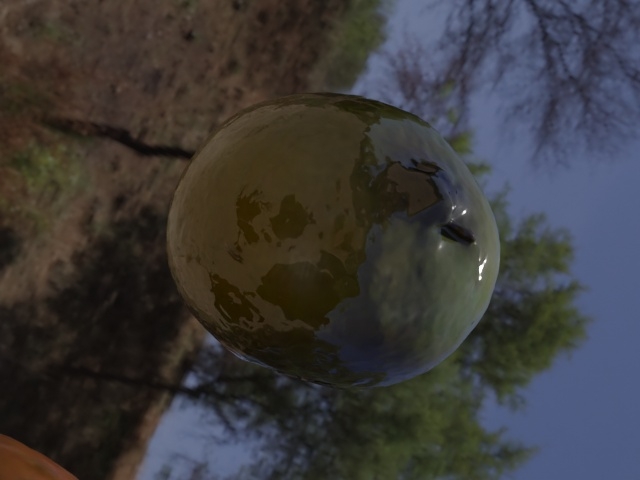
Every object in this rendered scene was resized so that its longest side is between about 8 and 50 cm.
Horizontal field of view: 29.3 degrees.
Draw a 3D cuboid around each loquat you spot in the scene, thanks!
[{"bbox_3d":[0.000,0.000,0.595,0.195,0.152,0.152,-10,-125,57],"label":"loquat"}]

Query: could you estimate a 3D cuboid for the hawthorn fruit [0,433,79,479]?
[{"bbox_3d":[-0.136,0.182,0.351,0.231,0.235,0.263,-36,-148,12],"label":"hawthorn fruit"}]
